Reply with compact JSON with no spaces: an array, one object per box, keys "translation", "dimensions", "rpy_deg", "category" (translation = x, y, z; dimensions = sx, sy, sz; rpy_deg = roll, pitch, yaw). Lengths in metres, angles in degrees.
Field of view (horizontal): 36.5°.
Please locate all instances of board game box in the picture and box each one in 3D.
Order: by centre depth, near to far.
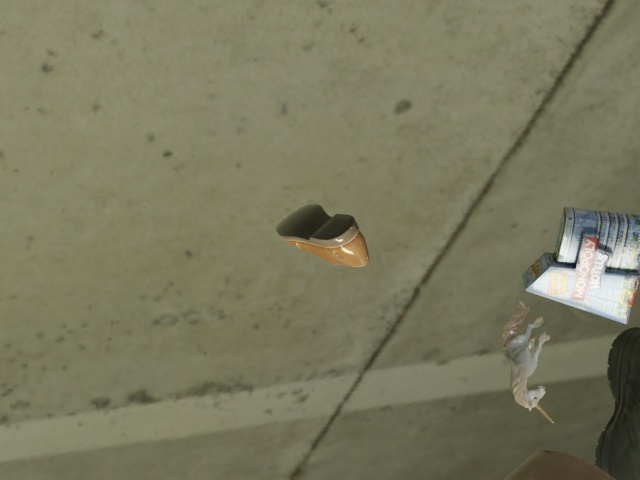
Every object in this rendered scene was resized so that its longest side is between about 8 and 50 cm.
[{"translation":[0.466,0.043,1.727],"dimensions":[0.194,0.060,0.194],"rpy_deg":[5,117,1],"category":"board game box"}]

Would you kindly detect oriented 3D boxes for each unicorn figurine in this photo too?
[{"translation":[0.299,0.170,1.413],"dimensions":[0.060,0.111,0.162],"rpy_deg":[-5,133,51],"category":"unicorn figurine"}]

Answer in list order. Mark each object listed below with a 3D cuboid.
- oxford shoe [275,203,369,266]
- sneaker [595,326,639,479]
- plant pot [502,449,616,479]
[{"translation":[0.000,0.000,1.390],"dimensions":[0.076,0.212,0.076],"rpy_deg":[-40,116,-13],"category":"oxford shoe"},{"translation":[0.467,0.263,1.359],"dimensions":[0.109,0.286,0.130],"rpy_deg":[7,171,-24],"category":"sneaker"},{"translation":[0.266,0.382,1.159],"dimensions":[0.229,0.263,0.263],"rpy_deg":[-49,161,-29],"category":"plant pot"}]
